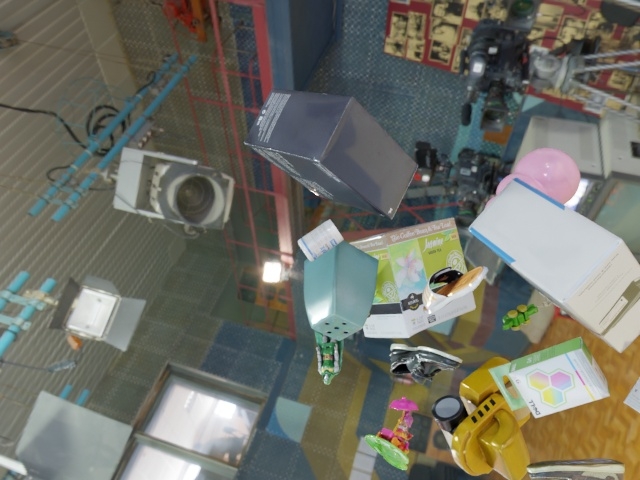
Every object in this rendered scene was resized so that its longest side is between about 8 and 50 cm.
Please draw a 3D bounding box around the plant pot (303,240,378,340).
[{"bbox_3d":[0.052,0.152,1.419,0.165,0.165,0.234,-37,34,40],"label":"plant pot"}]

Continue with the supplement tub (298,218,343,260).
[{"bbox_3d":[0.000,0.000,1.320,0.107,0.071,0.071,-34,-14,2],"label":"supplement tub"}]

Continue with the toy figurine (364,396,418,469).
[{"bbox_3d":[0.224,0.523,1.373,0.159,0.130,0.173,-54,-50,-31],"label":"toy figurine"}]

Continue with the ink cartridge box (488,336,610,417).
[{"bbox_3d":[0.464,0.292,1.021,0.109,0.209,0.062,59,-150,1],"label":"ink cartridge box"}]

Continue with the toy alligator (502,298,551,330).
[{"bbox_3d":[0.625,0.223,1.525,0.051,0.189,0.056,20,134,68],"label":"toy alligator"}]

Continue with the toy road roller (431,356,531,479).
[{"bbox_3d":[0.501,0.513,1.383,0.329,0.240,0.203,-33,-68,-19],"label":"toy road roller"}]

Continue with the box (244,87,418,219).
[{"bbox_3d":[0.034,-0.234,1.341,0.343,0.312,0.179,31,-95,-46],"label":"box"}]

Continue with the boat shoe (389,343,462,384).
[{"bbox_3d":[0.328,0.411,1.618,0.340,0.127,0.113,-11,55,60],"label":"boat shoe"}]

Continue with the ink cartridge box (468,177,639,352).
[{"bbox_3d":[0.569,0.063,1.133,0.395,0.285,0.166,31,-77,-40],"label":"ink cartridge box"}]

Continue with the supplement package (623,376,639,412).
[{"bbox_3d":[0.958,0.411,1.375,0.105,0.105,0.179,13,-74,-36],"label":"supplement package"}]

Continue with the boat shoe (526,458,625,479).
[{"bbox_3d":[0.598,0.552,1.149,0.080,0.223,0.074,92,176,-73],"label":"boat shoe"}]

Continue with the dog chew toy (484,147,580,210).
[{"bbox_3d":[0.680,-0.151,1.623,0.331,0.207,0.206,-40,-17,-3],"label":"dog chew toy"}]

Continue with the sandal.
[{"bbox_3d":[0.313,0.101,1.214,0.102,0.076,0.265,-45,-5,-28],"label":"sandal"}]

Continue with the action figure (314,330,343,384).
[{"bbox_3d":[0.031,0.380,1.707,0.063,0.137,0.232,45,-140,-50],"label":"action figure"}]

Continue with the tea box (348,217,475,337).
[{"bbox_3d":[0.295,0.119,1.636,0.328,0.220,0.324,-14,-91,-35],"label":"tea box"}]
